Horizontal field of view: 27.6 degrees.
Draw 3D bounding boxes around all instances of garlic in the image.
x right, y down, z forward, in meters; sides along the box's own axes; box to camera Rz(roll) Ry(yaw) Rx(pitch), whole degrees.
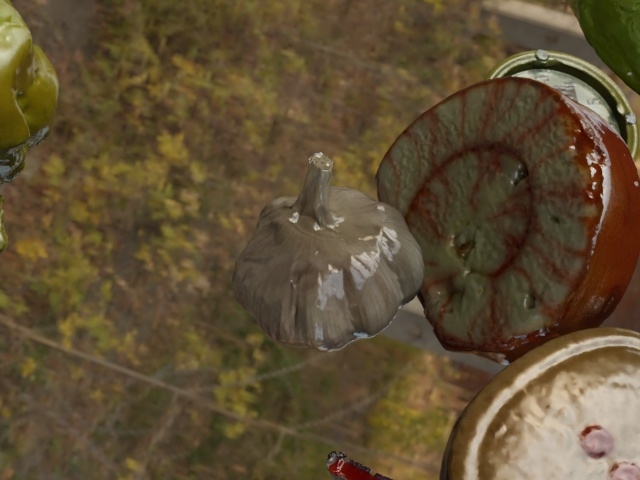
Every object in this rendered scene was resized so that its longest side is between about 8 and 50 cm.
[{"bbox_3d":[0.000,0.000,1.450,0.212,0.218,0.218,80,29,-45],"label":"garlic"}]

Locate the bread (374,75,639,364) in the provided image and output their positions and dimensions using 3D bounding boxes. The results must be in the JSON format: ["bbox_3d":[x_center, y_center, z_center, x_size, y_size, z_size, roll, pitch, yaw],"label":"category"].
[{"bbox_3d":[0.221,-0.029,1.510,0.295,0.328,0.114,-36,146,30],"label":"bread"}]

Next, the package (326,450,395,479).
[{"bbox_3d":[0.074,0.361,1.472,0.194,0.269,0.071,-51,149,-4],"label":"package"}]

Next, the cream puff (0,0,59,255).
[{"bbox_3d":[-0.409,-0.083,1.205,0.378,0.275,0.378,-25,159,-10],"label":"cream puff"}]

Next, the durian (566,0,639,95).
[{"bbox_3d":[0.356,-0.220,1.153,0.204,0.340,0.256,-17,165,-36],"label":"durian"}]

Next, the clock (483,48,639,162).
[{"bbox_3d":[0.318,-0.152,1.782,0.057,0.237,0.237,116,-1,-62],"label":"clock"}]

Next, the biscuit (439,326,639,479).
[{"bbox_3d":[0.284,0.252,1.095,0.359,0.381,0.074,-32,165,-22],"label":"biscuit"}]
